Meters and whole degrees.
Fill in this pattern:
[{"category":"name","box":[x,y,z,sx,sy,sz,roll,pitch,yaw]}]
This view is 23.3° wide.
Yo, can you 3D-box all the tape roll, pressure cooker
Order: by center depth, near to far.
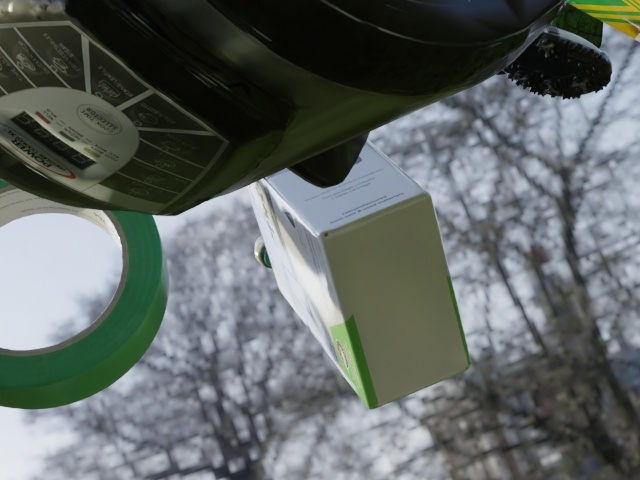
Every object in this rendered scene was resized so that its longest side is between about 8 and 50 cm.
[{"category":"pressure cooker","box":[-0.081,-0.208,0.959,0.375,0.370,0.420,-10,-6,-40]},{"category":"tape roll","box":[-0.350,0.048,1.919,0.321,0.321,0.077,-18,-26,-7]}]

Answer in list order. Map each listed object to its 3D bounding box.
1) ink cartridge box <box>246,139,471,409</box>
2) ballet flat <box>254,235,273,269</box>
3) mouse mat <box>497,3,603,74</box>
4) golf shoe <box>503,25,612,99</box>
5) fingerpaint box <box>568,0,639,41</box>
[{"category":"ink cartridge box","box":[0.026,0.007,1.518,0.115,0.273,0.198,-22,-62,-11]},{"category":"ballet flat","box":[0.000,0.000,1.906,0.168,0.057,0.052,-4,19,-14]},{"category":"mouse mat","box":[0.260,-0.286,1.759,0.152,0.007,0.190,-15,-58,-20]},{"category":"golf shoe","box":[0.196,-0.195,1.489,0.094,0.198,0.077,-50,-37,-36]},{"category":"fingerpaint box","box":[0.324,-0.400,1.276,0.445,0.371,0.163,-48,-46,0]}]
